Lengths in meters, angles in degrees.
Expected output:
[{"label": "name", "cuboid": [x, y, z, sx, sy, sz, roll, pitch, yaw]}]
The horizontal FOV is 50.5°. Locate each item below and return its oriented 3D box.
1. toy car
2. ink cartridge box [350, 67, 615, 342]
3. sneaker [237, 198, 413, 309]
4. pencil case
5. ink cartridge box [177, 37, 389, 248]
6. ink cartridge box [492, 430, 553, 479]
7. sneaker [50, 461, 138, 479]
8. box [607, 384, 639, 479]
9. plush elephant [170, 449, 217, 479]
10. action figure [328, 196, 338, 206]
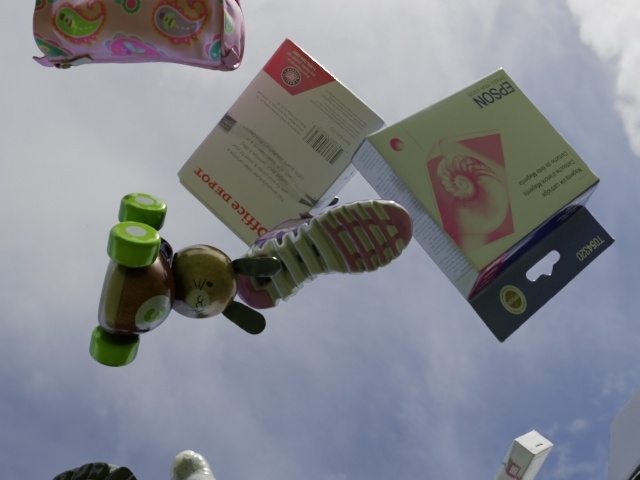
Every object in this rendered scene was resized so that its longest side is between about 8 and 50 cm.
[{"label": "toy car", "cuboid": [-0.144, 0.054, 0.759, 0.189, 0.149, 0.155, 12, -65, -13]}, {"label": "ink cartridge box", "cuboid": [0.263, -0.071, 0.990, 0.324, 0.071, 0.330, -32, -103, -34]}, {"label": "sneaker", "cuboid": [0.000, 0.000, 0.858, 0.237, 0.104, 0.095, -21, -69, 12]}, {"label": "pencil case", "cuboid": [-0.248, -0.289, 0.928, 0.284, 0.124, 0.124, 2, -90, 7]}, {"label": "ink cartridge box", "cuboid": [-0.057, -0.141, 1.088, 0.207, 0.117, 0.283, 43, -80, 8]}, {"label": "ink cartridge box", "cuboid": [0.410, 0.456, 1.382, 0.089, 0.052, 0.122, -1, -59, -47]}, {"label": "sneaker", "cuboid": [-0.356, 0.407, 0.770, 0.411, 0.158, 0.182, -21, -45, 2]}, {"label": "box", "cuboid": [0.350, 0.209, 0.572, 0.184, 0.261, 0.103, 40, -74, 19]}, {"label": "plush elephant", "cuboid": [-0.235, 0.510, 1.027, 0.256, 0.330, 0.271, 4, -88, -38]}, {"label": "action figure", "cuboid": [-0.058, -0.188, 1.238, 0.141, 0.164, 0.275, -5, -127, -47]}]
